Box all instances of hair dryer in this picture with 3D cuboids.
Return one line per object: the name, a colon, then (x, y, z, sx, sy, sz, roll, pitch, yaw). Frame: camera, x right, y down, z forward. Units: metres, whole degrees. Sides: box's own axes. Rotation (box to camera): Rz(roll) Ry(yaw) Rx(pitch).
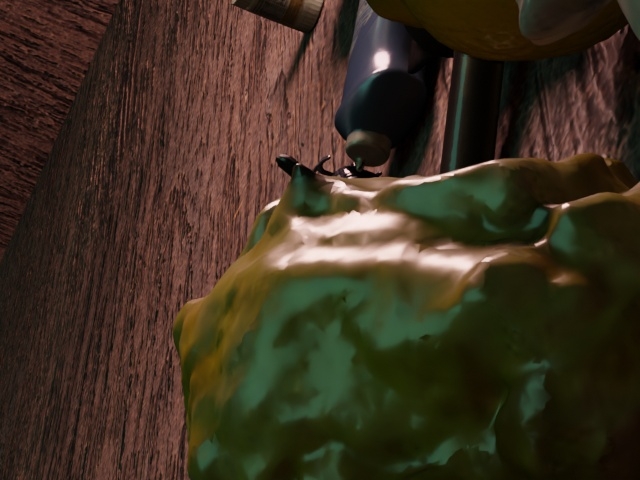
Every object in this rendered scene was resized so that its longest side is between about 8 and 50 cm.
hair dryer: (0.090, -0.091, 1.183, 0.195, 0.078, 0.248, 144, 138, -66)

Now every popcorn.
popcorn: (0.062, 0.062, 0.783, 0.286, 0.215, 0.252, 1, 29, 37)

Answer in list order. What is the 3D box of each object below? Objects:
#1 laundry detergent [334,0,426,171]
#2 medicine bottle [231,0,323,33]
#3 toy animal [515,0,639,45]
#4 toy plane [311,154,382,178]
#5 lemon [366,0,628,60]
laundry detergent: (0.053, -0.146, 1.373, 0.096, 0.061, 0.206, -31, 41, 55)
medicine bottle: (-0.043, -0.242, 1.775, 0.047, 0.083, 0.047, -160, 90, -75)
toy animal: (0.183, -0.086, 0.622, 0.206, 0.271, 0.265, -36, 50, 14)
toy plane: (0.000, 0.000, 1.395, 0.197, 0.053, 0.078, -49, 34, 43)
lemon: (0.126, -0.201, 0.985, 0.248, 0.184, 0.184, -43, 25, 22)
